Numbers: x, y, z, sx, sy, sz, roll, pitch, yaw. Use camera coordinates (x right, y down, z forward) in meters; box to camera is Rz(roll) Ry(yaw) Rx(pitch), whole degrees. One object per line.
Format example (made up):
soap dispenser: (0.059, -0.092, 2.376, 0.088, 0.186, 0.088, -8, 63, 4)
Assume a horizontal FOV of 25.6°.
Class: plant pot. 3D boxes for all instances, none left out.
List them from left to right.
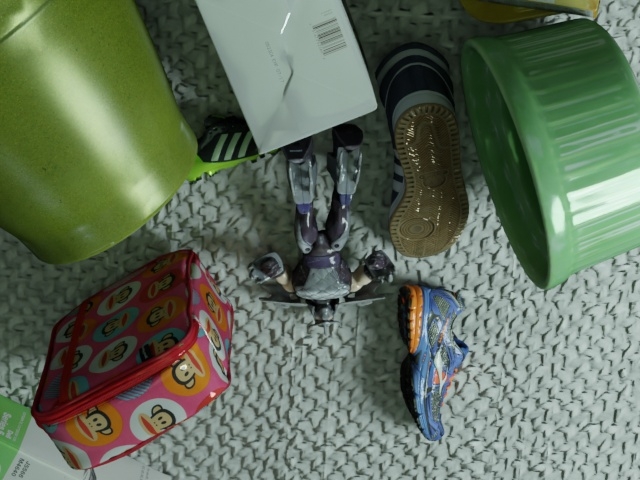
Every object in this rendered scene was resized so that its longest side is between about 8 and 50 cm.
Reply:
plant pot: (-0.327, -0.174, 1.590, 0.366, 0.366, 0.353, -31, 119, 10)

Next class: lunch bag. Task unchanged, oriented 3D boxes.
lunch bag: (-0.238, 0.148, 1.708, 0.258, 0.293, 0.120, -29, 112, 8)

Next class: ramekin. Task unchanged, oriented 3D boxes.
ramekin: (0.280, -0.108, 1.626, 0.148, 0.303, 0.303, -18, 109, -2)

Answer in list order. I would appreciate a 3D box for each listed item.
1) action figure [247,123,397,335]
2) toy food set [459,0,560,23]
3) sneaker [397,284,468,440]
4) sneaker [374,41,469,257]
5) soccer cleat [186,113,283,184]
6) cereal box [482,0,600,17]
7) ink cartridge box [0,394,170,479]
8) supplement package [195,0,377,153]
action figure: (0.000, 0.000, 1.753, 0.185, 0.099, 0.285, -7, 120, -10)
toy food set: (0.265, -0.320, 1.660, 0.218, 0.071, 0.128, -8, 84, 10)
sneaker: (0.152, 0.162, 1.830, 0.087, 0.083, 0.221, -6, 113, -7)
sneaker: (0.122, -0.114, 1.733, 0.099, 0.153, 0.282, -7, 140, -2)
soccer cleat: (-0.102, -0.128, 1.737, 0.179, 0.060, 0.072, -19, 98, 7)
cereal box: (0.212, -0.358, 1.610, 0.240, 0.047, 0.173, 11, 89, 11)
ink cartridge box: (-0.363, 0.358, 1.871, 0.273, 0.115, 0.198, 28, 107, -10)
supplement package: (-0.038, -0.236, 1.621, 0.149, 0.203, 0.194, -20, 109, 6)
